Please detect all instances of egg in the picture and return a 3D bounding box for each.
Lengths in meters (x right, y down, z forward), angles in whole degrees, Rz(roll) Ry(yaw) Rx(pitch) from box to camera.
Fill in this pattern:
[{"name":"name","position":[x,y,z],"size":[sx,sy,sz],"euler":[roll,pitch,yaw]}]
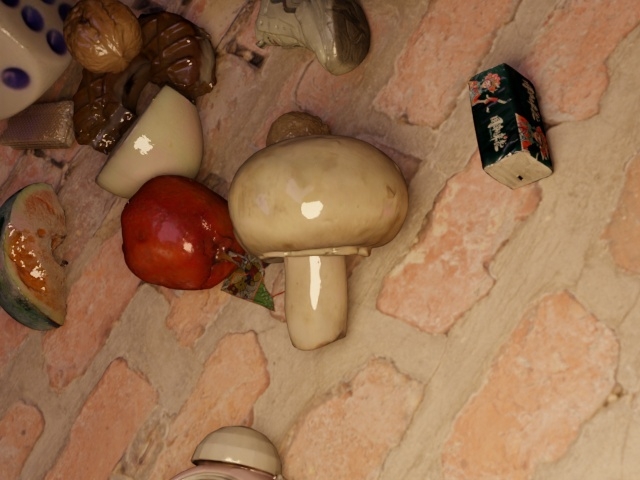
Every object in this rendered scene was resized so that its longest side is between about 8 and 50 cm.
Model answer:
[{"name":"egg","position":[-0.323,-0.157,1.766],"size":[0.271,0.162,0.206],"euler":[-37,22,49]},{"name":"egg","position":[-0.040,-0.172,1.613],"size":[0.118,0.116,0.140],"euler":[3,58,-4]}]

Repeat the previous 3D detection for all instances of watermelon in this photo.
[{"name":"watermelon","position":[-0.658,0.036,1.915],"size":[0.188,0.175,0.322],"euler":[-24,57,24]}]

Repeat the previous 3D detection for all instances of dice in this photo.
[{"name":"dice","position":[-0.761,-0.484,2.114],"size":[0.304,0.277,0.304],"euler":[-24,38,28]}]

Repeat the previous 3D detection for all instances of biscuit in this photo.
[{"name":"biscuit","position":[-0.662,-0.272,2.127],"size":[0.239,0.062,0.108],"euler":[3,70,35]},{"name":"biscuit","position":[-0.382,-0.360,1.935],"size":[0.366,0.115,0.268],"euler":[-23,59,24]}]

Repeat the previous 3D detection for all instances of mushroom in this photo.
[{"name":"mushroom","position":[0.000,0.000,1.436],"size":[0.314,0.314,0.336],"euler":[-1,97,35]}]

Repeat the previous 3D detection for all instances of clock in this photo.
[{"name":"clock","position":[-0.147,0.486,1.362],"size":[0.326,0.184,0.342],"euler":[-46,56,5]}]

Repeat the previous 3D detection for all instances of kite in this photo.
[{"name":"kite","position":[-0.087,0.036,1.622],"size":[0.244,0.006,0.198],"euler":[-27,56,24]}]

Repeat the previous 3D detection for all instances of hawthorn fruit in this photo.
[{"name":"hawthorn fruit","position":[-0.225,-0.002,1.609],"size":[0.299,0.211,0.211],"euler":[15,79,36]}]

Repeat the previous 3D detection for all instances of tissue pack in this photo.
[{"name":"tissue pack","position":[0.292,-0.177,1.389],"size":[0.090,0.103,0.170],"euler":[-26,56,32]}]

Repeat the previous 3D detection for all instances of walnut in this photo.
[{"name":"walnut","position":[-0.442,-0.418,1.838],"size":[0.155,0.155,0.184],"euler":[-48,46,8]}]

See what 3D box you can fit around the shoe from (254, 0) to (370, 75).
[{"name":"shoe","position":[-0.032,-0.414,1.710],"size":[0.210,0.132,0.342],"euler":[-32,51,25]}]
